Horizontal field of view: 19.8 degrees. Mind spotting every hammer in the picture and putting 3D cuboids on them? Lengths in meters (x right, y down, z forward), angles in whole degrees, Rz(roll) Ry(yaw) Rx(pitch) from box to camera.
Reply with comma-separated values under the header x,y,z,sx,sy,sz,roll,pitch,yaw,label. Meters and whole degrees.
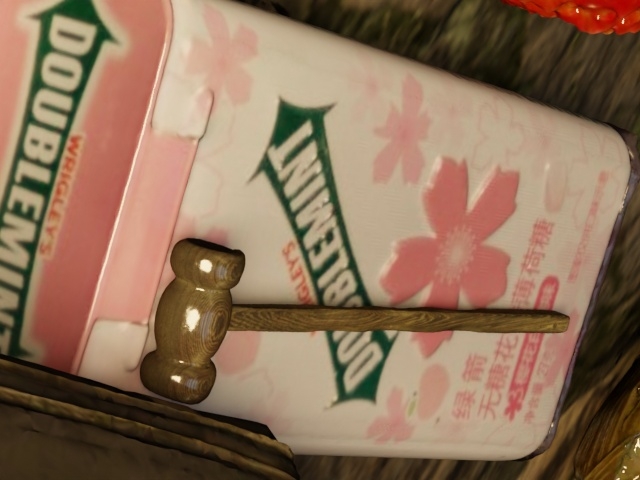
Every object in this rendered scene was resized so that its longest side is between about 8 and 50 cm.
x,y,z,sx,sy,sz,roll,pitch,yaw,label
0.031,0.036,0.783,0.292,0.029,0.058,5,105,-53,hammer

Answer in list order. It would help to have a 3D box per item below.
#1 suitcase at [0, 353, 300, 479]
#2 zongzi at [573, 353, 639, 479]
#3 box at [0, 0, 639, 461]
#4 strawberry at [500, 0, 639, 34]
x,y,z,sx,sy,sz,roll,pitch,yaw,label
-0.170,0.146,0.570,0.283,0.194,0.434,-33,149,25,suitcase
0.336,0.133,1.151,0.286,0.288,0.134,-49,165,-17,zongzi
0.000,0.000,0.836,0.370,0.112,0.190,12,98,-53,box
0.122,-0.168,0.907,0.236,0.107,0.175,46,35,-50,strawberry
